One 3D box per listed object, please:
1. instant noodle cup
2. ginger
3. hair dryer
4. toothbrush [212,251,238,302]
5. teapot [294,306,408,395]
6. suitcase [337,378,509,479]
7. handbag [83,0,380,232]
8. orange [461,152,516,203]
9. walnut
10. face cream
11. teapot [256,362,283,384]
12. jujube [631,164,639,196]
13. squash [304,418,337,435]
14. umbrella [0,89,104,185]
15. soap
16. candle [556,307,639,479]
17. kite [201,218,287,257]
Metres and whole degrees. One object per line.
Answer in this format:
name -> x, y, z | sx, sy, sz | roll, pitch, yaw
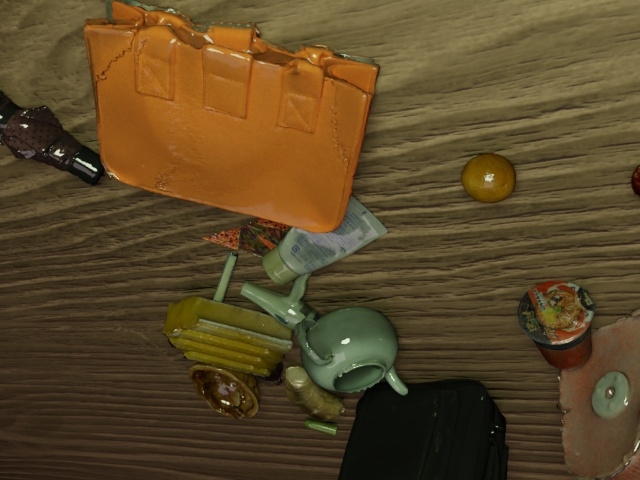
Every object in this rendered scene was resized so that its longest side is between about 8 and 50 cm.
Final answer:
instant noodle cup -> 0.418, 0.156, 1.238 | 0.127, 0.127, 0.136 | -6, 142, 25
ginger -> -0.022, 0.356, 1.644 | 0.190, 0.069, 0.095 | 40, 110, -22
hair dryer -> -0.079, 0.084, 1.388 | 0.167, 0.067, 0.199 | 15, 128, 13
toothbrush -> -0.211, 0.116, 1.478 | 0.026, 0.028, 0.294 | 9, 141, -16
teapot -> 0.059, 0.219, 1.381 | 0.193, 0.129, 0.294 | -40, 138, 24
suitcase -> 0.212, 0.460, 1.458 | 0.339, 0.345, 0.188 | -10, 128, 31
handbag -> -0.136, -0.183, 1.069 | 0.410, 0.116, 0.304 | 15, 136, 3
orange -> 0.248, -0.091, 1.054 | 0.085, 0.085, 0.085 | 10, 138, 9
walnut -> -0.212, 0.324, 1.662 | 0.167, 0.087, 0.211 | 5, 136, 25
face cream -> 0.000, 0.000, 1.265 | 0.224, 0.070, 0.114 | -34, 118, 29
teapot -> -0.121, 0.301, 1.636 | 0.067, 0.045, 0.100 | -19, 126, 37
jujube -> 0.497, -0.079, 0.980 | 0.129, 0.077, 0.077 | 11, 139, 22
squash -> 0.000, 0.466, 1.786 | 0.083, 0.027, 0.027 | 12, 139, 8
umbrella -> -0.514, -0.191, 1.209 | 0.326, 0.094, 0.090 | 32, 151, -14
soap -> -0.202, 0.200, 1.494 | 0.257, 0.080, 0.160 | 18, 139, -17
candle -> 0.527, 0.270, 1.223 | 0.131, 0.317, 0.287 | 31, 178, -19
kite -> -0.107, 0.006, 1.337 | 0.222, 0.008, 0.125 | -17, 128, 33
